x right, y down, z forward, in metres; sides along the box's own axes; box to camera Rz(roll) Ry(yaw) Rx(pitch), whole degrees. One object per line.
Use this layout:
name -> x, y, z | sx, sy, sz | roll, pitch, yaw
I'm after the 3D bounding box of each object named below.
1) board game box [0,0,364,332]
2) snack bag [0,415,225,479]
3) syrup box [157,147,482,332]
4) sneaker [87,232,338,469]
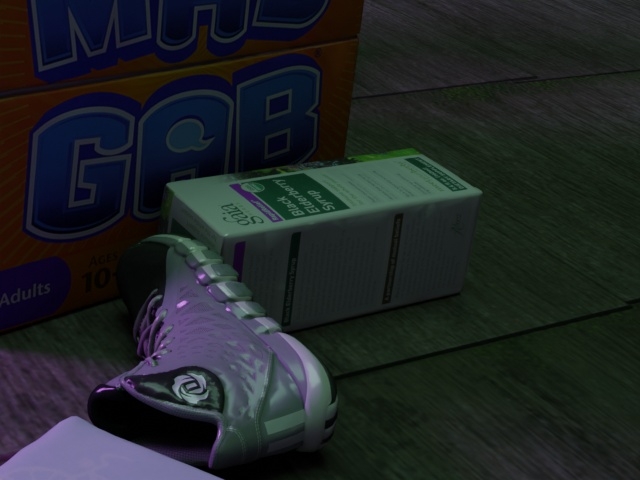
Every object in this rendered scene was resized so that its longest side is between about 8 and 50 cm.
board game box -> -0.214, -0.193, 1.000 | 0.356, 0.356, 0.356 | -18, 35, -42
snack bag -> -0.089, 0.211, 0.556 | 0.323, 0.037, 0.342 | 18, 28, 20
syrup box -> 0.000, 0.000, 0.954 | 0.237, 0.096, 0.093 | -9, 30, -33
sneaker -> -0.103, 0.070, 0.794 | 0.132, 0.086, 0.229 | -16, 35, -36
